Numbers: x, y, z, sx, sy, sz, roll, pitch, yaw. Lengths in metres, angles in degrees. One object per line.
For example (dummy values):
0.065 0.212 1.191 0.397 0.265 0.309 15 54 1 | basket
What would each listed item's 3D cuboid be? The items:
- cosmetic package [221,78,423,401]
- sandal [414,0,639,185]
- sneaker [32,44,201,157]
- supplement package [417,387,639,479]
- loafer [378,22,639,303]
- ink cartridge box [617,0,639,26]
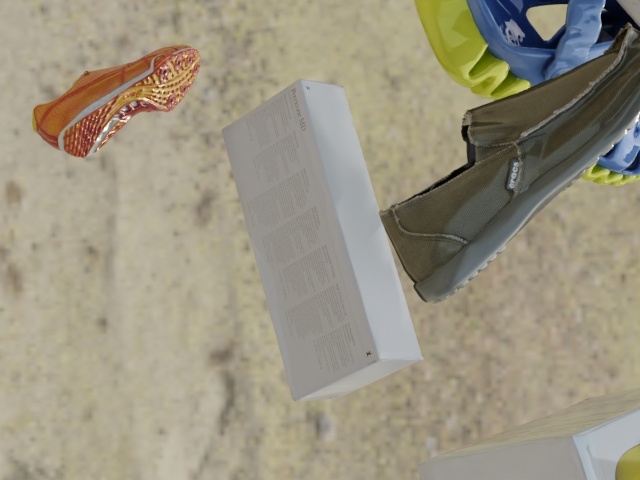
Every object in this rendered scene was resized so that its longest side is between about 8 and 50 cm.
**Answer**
0.000 0.000 1.305 0.060 0.099 0.239 3 66 -46 | cosmetic package
0.218 -0.143 1.306 0.317 0.138 0.126 25 44 -46 | sandal
-0.175 -0.134 1.414 0.175 0.067 0.064 -31 141 -38 | sneaker
0.268 0.256 1.515 0.263 0.198 0.199 -13 85 -43 | supplement package
0.140 -0.067 1.138 0.087 0.251 0.094 46 -1 0 | loafer
0.274 -0.237 0.926 0.307 0.072 0.303 31 82 -51 | ink cartridge box
